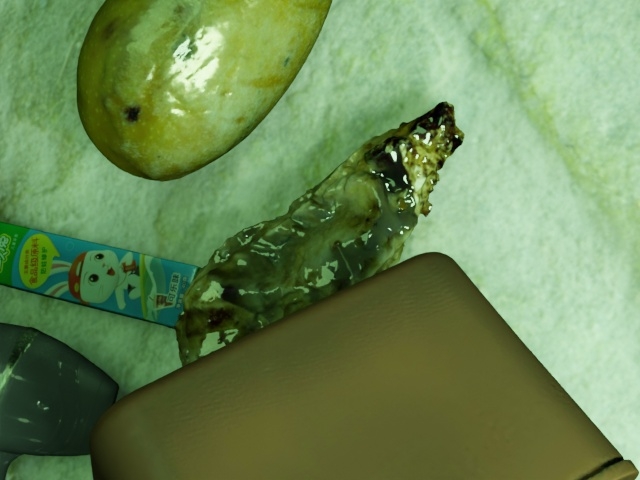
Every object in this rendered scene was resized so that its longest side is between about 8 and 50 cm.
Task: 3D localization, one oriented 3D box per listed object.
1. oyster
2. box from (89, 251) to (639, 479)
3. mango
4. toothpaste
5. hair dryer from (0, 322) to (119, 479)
[{"bbox_3d":[0.002,0.002,1.078,0.345,0.078,0.129,-44,87,3],"label":"oyster"},{"bbox_3d":[0.018,0.195,0.901,0.339,0.239,0.229,-25,63,-21],"label":"box"},{"bbox_3d":[-0.099,-0.205,1.126,0.175,0.176,0.329,39,87,10],"label":"mango"},{"bbox_3d":[-0.233,0.034,1.178,0.266,0.050,0.065,12,84,22],"label":"toothpaste"},{"bbox_3d":[-0.381,0.234,1.128,0.301,0.121,0.361,18,98,-6],"label":"hair dryer"}]
